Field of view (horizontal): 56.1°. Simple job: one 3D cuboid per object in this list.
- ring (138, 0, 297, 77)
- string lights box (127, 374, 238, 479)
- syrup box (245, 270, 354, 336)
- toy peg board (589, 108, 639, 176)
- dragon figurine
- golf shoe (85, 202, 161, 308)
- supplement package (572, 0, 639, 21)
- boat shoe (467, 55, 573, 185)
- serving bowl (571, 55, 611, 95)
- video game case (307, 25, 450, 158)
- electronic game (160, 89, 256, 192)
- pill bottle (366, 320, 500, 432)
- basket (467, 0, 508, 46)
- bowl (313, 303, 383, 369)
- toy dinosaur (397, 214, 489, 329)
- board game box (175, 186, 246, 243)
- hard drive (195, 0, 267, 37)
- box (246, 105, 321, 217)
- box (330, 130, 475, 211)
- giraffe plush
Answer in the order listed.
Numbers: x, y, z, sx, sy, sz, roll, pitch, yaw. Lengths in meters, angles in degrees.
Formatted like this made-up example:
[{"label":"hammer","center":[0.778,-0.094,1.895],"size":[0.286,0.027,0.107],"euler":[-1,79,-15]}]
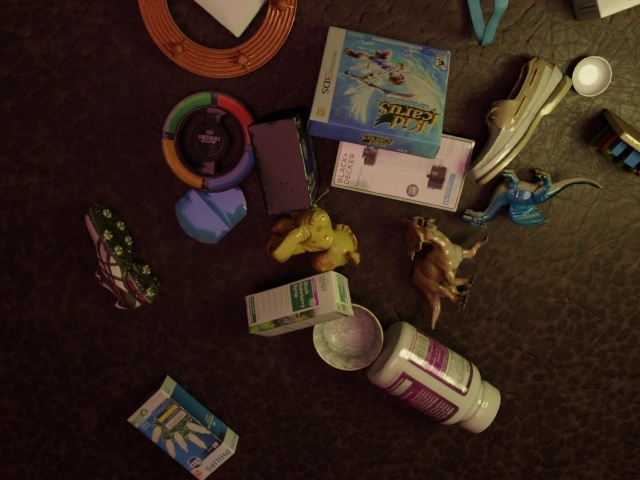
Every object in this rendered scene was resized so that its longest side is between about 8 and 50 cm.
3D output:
[{"label":"ring","center":[-0.215,-0.510,1.241],"size":[0.336,0.032,0.337],"euler":[0,108,1]},{"label":"string lights box","center":[-0.357,0.493,1.576],"size":[0.259,0.077,0.133],"euler":[44,102,-10]},{"label":"syrup box","center":[-0.050,0.152,1.407],"size":[0.236,0.096,0.093],"euler":[-18,68,23]},{"label":"toy peg board","center":[0.667,-0.185,1.293],"size":[0.161,0.161,0.079],"euler":[32,121,-7]},{"label":"dragon figurine","center":[0.467,-0.086,1.359],"size":[0.289,0.085,0.144],"euler":[2,109,6]},{"label":"golf shoe","center":[-0.501,0.047,1.436],"size":[0.120,0.105,0.273],"euler":[-22,104,16]},{"label":"supplement package","center":[0.565,-0.578,1.182],"size":[0.139,0.134,0.244],"euler":[-20,105,8]},{"label":"boat shoe","center":[0.404,-0.257,1.288],"size":[0.103,0.113,0.302],"euler":[39,84,-5]},{"label":"serving bowl","center":[0.584,-0.357,1.304],"size":[0.083,0.027,0.083],"euler":[1,108,2]},{"label":"video game case","center":[0.125,-0.310,1.247],"size":[0.269,0.061,0.244],"euler":[11,67,-1]},{"label":"electronic game","center":[-0.247,-0.222,1.354],"size":[0.229,0.048,0.229],"euler":[0,96,3]},{"label":"pill bottle","center":[0.276,0.338,1.455],"size":[0.301,0.169,0.169],"euler":[33,105,-7]},{"label":"basket","center":[0.296,-0.543,1.150],"size":[0.201,0.255,0.289],"euler":[-17,87,6]},{"label":"bowl","center":[0.071,0.224,1.470],"size":[0.170,0.080,0.170],"euler":[2,102,8]},{"label":"toy dinosaur","center":[0.261,0.056,1.399],"size":[0.200,0.127,0.296],"euler":[19,127,13]},{"label":"board game box","center":[-0.254,-0.077,1.418],"size":[0.168,0.033,0.133],"euler":[-43,96,10]},{"label":"hard drive","center":[-0.152,-0.639,1.240],"size":[0.233,0.047,0.353],"euler":[39,104,-9]},{"label":"box","center":[-0.068,-0.175,1.264],"size":[0.103,0.261,0.184],"euler":[-12,106,7]},{"label":"box","center":[0.177,-0.177,1.344],"size":[0.289,0.087,0.169],"euler":[13,107,-1]},{"label":"giraffe plush","center":[0.000,0.000,1.371],"size":[0.210,0.181,0.170],"euler":[-36,115,29]}]
